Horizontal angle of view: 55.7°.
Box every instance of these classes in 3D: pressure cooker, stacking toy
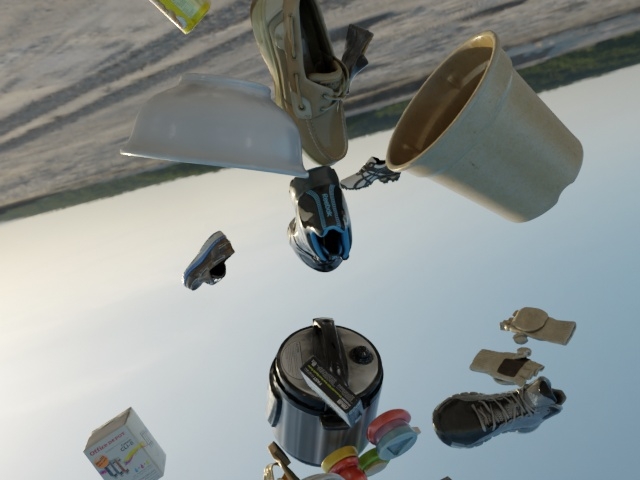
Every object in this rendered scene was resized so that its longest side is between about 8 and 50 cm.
[{"bbox_3d":[0.020,0.477,1.991,0.370,0.420,0.375,30,-138,29],"label":"pressure cooker"},{"bbox_3d":[0.193,0.671,1.849,0.309,0.279,0.130,-43,-132,8],"label":"stacking toy"}]

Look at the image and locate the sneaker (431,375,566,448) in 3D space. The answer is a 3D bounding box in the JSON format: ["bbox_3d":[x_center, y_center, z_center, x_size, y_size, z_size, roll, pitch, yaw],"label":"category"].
[{"bbox_3d":[0.289,0.253,0.940,0.228,0.086,0.132,0,146,-31],"label":"sneaker"}]

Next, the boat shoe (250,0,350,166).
[{"bbox_3d":[-0.012,-0.273,1.063,0.110,0.341,0.122,11,-131,39],"label":"boat shoe"}]

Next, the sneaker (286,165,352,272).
[{"bbox_3d":[0.000,0.000,1.215,0.125,0.140,0.341,-16,153,-3],"label":"sneaker"}]

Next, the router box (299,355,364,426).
[{"bbox_3d":[0.021,0.273,1.099,0.122,0.092,0.038,38,-108,26],"label":"router box"}]

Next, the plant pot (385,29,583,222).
[{"bbox_3d":[0.357,-0.204,1.268,0.334,0.305,0.334,-51,-163,21],"label":"plant pot"}]

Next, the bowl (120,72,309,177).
[{"bbox_3d":[-0.157,-0.182,0.952,0.297,0.134,0.298,7,-174,-1],"label":"bowl"}]

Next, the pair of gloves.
[{"bbox_3d":[0.516,0.268,1.564,0.240,0.042,0.204,-45,-154,-16],"label":"pair of gloves"}]

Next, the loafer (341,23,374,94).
[{"bbox_3d":[0.078,-0.405,1.362,0.061,0.170,0.062,11,172,1],"label":"loafer"}]

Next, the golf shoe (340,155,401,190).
[{"bbox_3d":[0.147,-0.215,1.876,0.198,0.094,0.077,-14,-154,9],"label":"golf shoe"}]

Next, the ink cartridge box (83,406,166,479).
[{"bbox_3d":[-0.505,0.553,1.574,0.128,0.176,0.127,-33,-170,-6],"label":"ink cartridge box"}]

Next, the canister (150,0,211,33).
[{"bbox_3d":[-0.266,-0.433,1.008,0.073,0.170,0.126,-43,-154,14],"label":"canister"}]

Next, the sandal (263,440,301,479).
[{"bbox_3d":[-0.106,0.586,1.505,0.079,0.088,0.240,-42,-165,-9],"label":"sandal"}]

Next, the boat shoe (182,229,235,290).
[{"bbox_3d":[-0.238,0.060,1.290,0.066,0.066,0.183,-34,166,-47],"label":"boat shoe"}]

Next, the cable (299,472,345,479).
[{"bbox_3d":[-0.027,0.543,1.089,0.257,0.257,0.089,-37,-138,-26],"label":"cable"}]

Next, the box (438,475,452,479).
[{"bbox_3d":[0.266,0.760,1.638,0.231,0.183,0.056,-7,-152,-38],"label":"box"}]
